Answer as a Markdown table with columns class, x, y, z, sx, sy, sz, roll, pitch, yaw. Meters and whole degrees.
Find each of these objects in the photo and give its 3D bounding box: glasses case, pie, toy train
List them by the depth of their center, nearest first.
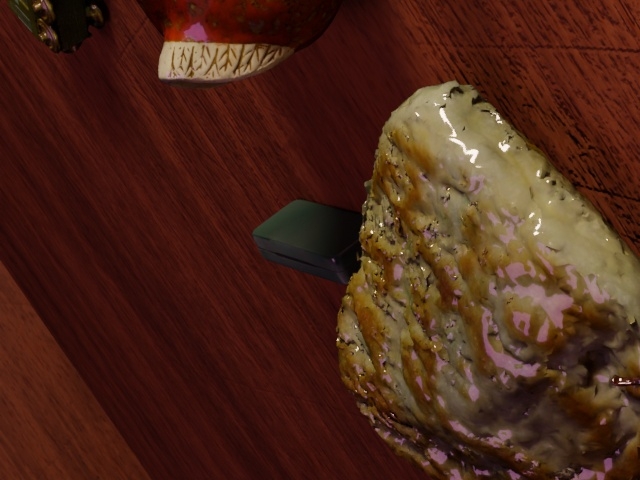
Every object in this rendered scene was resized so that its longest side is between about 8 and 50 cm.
| class | x | y | z | sx | sy | sz | roll | pitch | yaw |
| --- | --- | --- | --- | --- | --- | --- | --- | --- | --- |
| pie | 0.169 | 0.078 | 1.313 | 0.395 | 0.180 | 0.418 | 40 | 148 | 29 |
| glasses case | 0.000 | 0.000 | 1.651 | 0.184 | 0.078 | 0.039 | 16 | 138 | 56 |
| toy train | -0.340 | -0.333 | 1.823 | 0.137 | 0.090 | 0.225 | 47 | 157 | 23 |

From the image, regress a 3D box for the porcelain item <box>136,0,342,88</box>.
| class | x | y | z | sx | sy | sz | roll | pitch | yaw |
| --- | --- | --- | --- | --- | --- | --- | --- | --- | --- |
| porcelain item | -0.109 | -0.254 | 1.300 | 0.253 | 0.253 | 0.253 | 42 | 155 | 25 |

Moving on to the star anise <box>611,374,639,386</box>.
| class | x | y | z | sx | sy | sz | roll | pitch | yaw |
| --- | --- | --- | --- | --- | --- | --- | --- | --- | --- |
| star anise | 0.318 | 0.109 | 1.111 | 0.191 | 0.070 | 0.097 | 1 | 123 | 21 |
